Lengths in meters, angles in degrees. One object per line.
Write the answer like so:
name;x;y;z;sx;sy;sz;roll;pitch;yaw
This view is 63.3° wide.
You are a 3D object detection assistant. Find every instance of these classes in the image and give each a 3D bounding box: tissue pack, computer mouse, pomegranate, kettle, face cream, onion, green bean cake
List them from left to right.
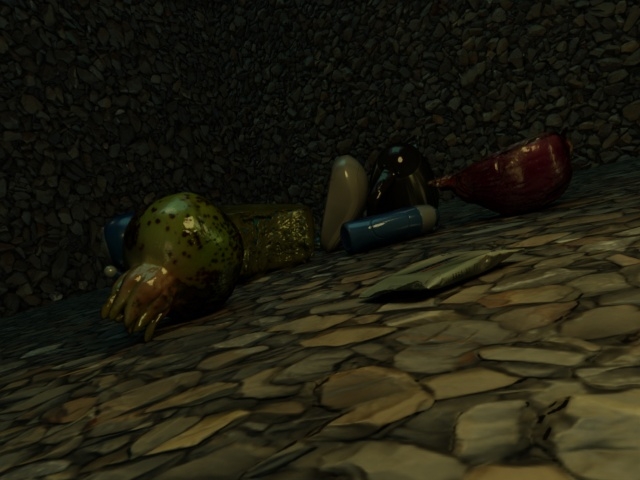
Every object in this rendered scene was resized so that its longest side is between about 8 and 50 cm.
pomegranate;-0.267;0.047;0.893;0.276;0.222;0.203;-37;32;-31
green bean cake;-0.172;0.010;1.381;0.284;0.202;0.310;0;9;19
computer mouse;0.079;-0.106;1.564;0.121;0.297;0.184;9;7;6
face cream;0.188;-0.036;1.351;0.263;0.083;0.149;-14;-7;-13
kettle;0.213;-0.162;1.481;0.250;0.207;0.271;-26;-31;-2
tissue pack;0.157;0.040;0.677;0.193;0.026;0.122;-16;3;-31
onion;0.461;-0.134;1.297;0.348;0.159;0.267;-20;-11;21

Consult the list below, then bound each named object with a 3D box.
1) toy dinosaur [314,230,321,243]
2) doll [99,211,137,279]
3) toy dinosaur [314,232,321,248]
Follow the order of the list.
toy dinosaur;0.000;0.000;1.843;0.197;0.045;0.080;-5;-24;-16
doll;-0.497;0.051;1.405;0.161;0.257;0.215;-5;10;20
toy dinosaur;0.076;-0.002;1.738;0.211;0.057;0.142;-3;-16;0
